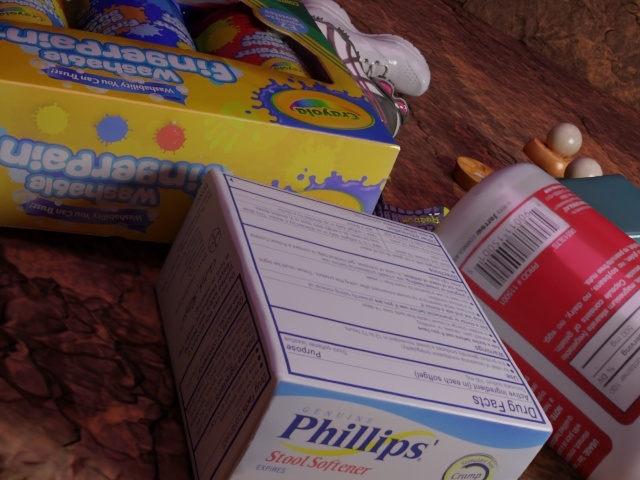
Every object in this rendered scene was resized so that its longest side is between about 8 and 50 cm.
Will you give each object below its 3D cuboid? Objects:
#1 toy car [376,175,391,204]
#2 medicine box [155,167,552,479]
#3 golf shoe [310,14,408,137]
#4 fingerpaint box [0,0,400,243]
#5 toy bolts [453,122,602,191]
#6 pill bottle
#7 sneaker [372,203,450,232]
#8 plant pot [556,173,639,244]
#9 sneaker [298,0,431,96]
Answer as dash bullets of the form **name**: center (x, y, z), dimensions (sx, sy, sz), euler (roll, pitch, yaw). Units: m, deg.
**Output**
- **toy car**: center (0.078, -0.063, 1.328), dimensions (0.040, 0.060, 0.122), euler (-11, 2, 13)
- **medicine box**: center (0.014, 0.097, 0.831), dimensions (0.263, 0.149, 0.289), euler (15, 30, -27)
- **golf shoe**: center (0.022, -0.256, 1.483), dimensions (0.273, 0.105, 0.120), euler (39, 41, -6)
- **fingerpaint box**: center (-0.190, -0.165, 1.007), dimensions (0.444, 0.163, 0.371), euler (7, 34, -24)
- **toy bolts**: center (0.361, -0.112, 1.540), dimensions (0.218, 0.158, 0.228), euler (16, 29, -26)
- **pill bottle**: center (0.302, 0.120, 0.994), dimensions (0.407, 0.229, 0.229), euler (43, 29, 23)
- **sneaker**: center (0.106, -0.014, 1.238), dimensions (0.144, 0.059, 0.053), euler (3, 66, -17)
- **plant pot**: center (0.329, 0.017, 1.263), dimensions (0.234, 0.165, 0.166), euler (-1, 32, -19)
- **sneaker**: center (0.067, -0.344, 1.744), dimensions (0.297, 0.111, 0.129), euler (26, 42, 1)
